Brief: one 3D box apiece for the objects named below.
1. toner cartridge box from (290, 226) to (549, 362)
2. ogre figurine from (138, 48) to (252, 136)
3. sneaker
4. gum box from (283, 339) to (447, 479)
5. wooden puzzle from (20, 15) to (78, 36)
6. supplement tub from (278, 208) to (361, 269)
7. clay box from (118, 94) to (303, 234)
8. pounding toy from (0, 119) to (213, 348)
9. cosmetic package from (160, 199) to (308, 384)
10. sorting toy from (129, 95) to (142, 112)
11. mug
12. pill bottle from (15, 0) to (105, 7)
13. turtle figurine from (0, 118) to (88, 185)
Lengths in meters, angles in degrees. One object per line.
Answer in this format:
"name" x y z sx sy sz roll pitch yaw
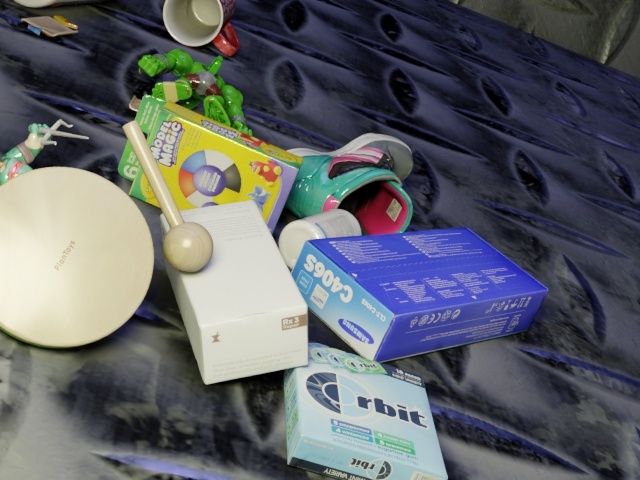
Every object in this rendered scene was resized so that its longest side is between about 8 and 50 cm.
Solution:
"toner cartridge box" 0.134 0.062 1.508 0.347 0.075 0.165 -4 35 -48
"ogre figurine" -0.185 -0.234 1.809 0.197 0.097 0.118 19 29 -3
"sneaker" 0.076 -0.074 1.674 0.295 0.124 0.178 -15 39 -44
"gum box" 0.042 0.183 1.208 0.156 0.041 0.184 18 23 -12
"wooden puzzle" -0.446 -0.352 1.917 0.078 0.014 0.116 29 23 22
"supplement tub" 0.000 0.000 1.520 0.071 0.071 0.107 34 25 22
"clay box" -0.148 -0.088 1.494 0.222 0.127 0.053 22 23 -3
"pounding toy" -0.248 0.013 1.196 0.236 0.110 0.183 -33 88 -22
"cosmetic package" -0.098 0.050 1.268 0.117 0.086 0.231 -9 34 -12
"sorting toy" -0.260 -0.191 1.751 0.062 0.012 0.083 25 20 -10
"mug" -0.218 -0.418 2.193 0.113 0.150 0.169 -11 16 10
"pill bottle" -0.431 -0.501 2.059 0.161 0.161 0.283 31 24 15
"turtle figurine" -0.372 -0.080 1.222 0.234 0.118 0.175 -1 -5 24
